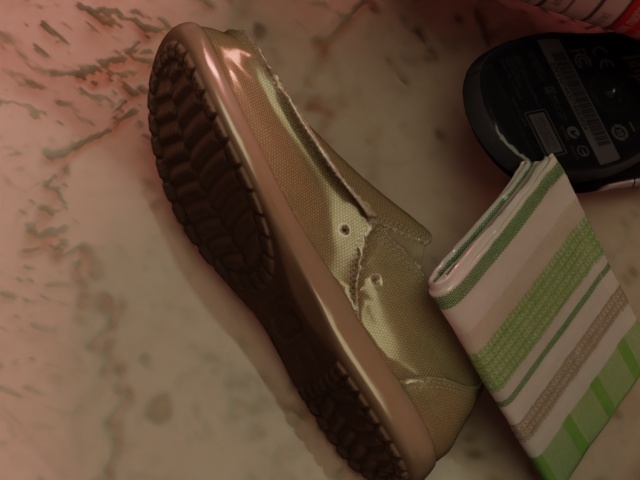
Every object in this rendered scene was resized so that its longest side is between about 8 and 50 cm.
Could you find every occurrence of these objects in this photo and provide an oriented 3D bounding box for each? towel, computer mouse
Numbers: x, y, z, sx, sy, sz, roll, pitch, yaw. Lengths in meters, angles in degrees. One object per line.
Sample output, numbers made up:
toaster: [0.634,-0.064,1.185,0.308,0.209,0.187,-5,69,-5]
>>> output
towel: [0.119,0.045,0.746,0.113,0.023,0.152,-47,121,-28]
computer mouse: [0.206,-0.048,0.823,0.262,0.060,0.184,-19,72,-29]

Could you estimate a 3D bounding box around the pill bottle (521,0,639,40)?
pill bottle: [0.185,-0.224,0.747,0.408,0.229,0.229,18,69,-2]

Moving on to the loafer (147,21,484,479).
loafer: [0.000,0.000,0.744,0.092,0.102,0.268,-31,94,-30]
